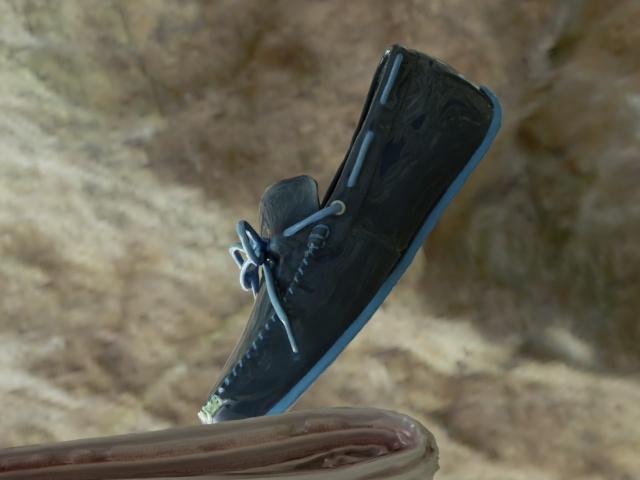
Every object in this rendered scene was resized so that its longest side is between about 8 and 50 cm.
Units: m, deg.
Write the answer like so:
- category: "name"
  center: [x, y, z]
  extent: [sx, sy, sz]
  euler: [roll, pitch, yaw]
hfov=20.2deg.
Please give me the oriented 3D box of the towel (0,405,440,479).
- category: "towel"
  center: [-0.138, 0.199, 0.778]
  extent: [0.317, 0.053, 0.331]
  euler: [0, -46, -24]

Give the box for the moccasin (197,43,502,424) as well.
- category: "moccasin"
  center: [0.000, 0.000, 1.312]
  extent: [0.342, 0.117, 0.138]
  euler: [-55, 6, -29]
